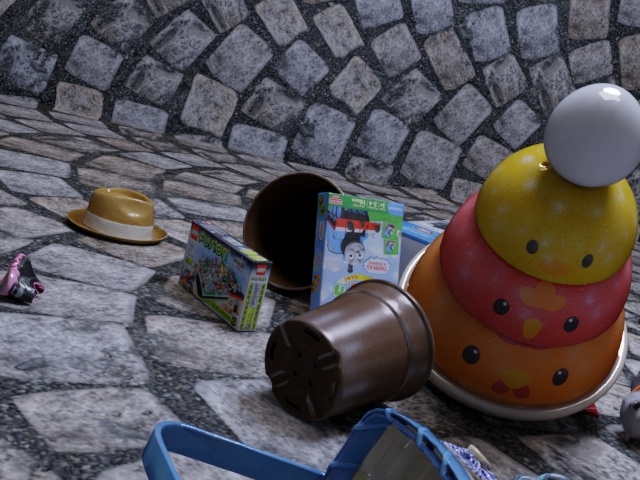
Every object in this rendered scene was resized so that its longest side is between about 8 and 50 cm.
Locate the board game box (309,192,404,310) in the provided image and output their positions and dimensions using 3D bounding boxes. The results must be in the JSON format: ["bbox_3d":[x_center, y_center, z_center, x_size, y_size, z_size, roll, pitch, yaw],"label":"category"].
[{"bbox_3d":[0.063,0.033,1.446,0.160,0.211,0.039,6,-3,-32],"label":"board game box"}]

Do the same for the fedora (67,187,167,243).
[{"bbox_3d":[-0.384,-0.055,1.628,0.194,0.079,0.194,15,12,-3],"label":"fedora"}]

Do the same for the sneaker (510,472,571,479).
[{"bbox_3d":[0.212,0.266,0.772,0.104,0.125,0.262,17,12,8],"label":"sneaker"}]

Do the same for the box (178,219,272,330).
[{"bbox_3d":[-0.155,0.051,1.337,0.036,0.114,0.207,5,15,-37],"label":"box"}]

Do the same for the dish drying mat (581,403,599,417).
[{"bbox_3d":[0.418,0.257,1.333,0.032,0.008,0.083,15,12,8],"label":"dish drying mat"}]

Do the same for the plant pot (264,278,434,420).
[{"bbox_3d":[0.028,0.143,1.065,0.167,0.166,0.165,24,22,36],"label":"plant pot"}]

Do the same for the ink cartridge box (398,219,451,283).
[{"bbox_3d":[0.303,0.077,1.630,0.286,0.166,0.395,23,14,30],"label":"ink cartridge box"}]

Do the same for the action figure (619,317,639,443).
[{"bbox_3d":[0.594,0.276,1.246,0.330,0.178,0.341,4,42,-17],"label":"action figure"}]

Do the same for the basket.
[{"bbox_3d":[0.028,0.223,0.570,0.289,0.201,0.255,20,10,-25],"label":"basket"}]

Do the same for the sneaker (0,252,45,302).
[{"bbox_3d":[-0.416,0.057,1.193,0.057,0.047,0.119,28,11,-19],"label":"sneaker"}]

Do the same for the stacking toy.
[{"bbox_3d":[0.298,-0.013,1.132,0.351,0.479,0.350,2,49,-2],"label":"stacking toy"}]

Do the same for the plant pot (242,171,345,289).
[{"bbox_3d":[0.000,0.000,1.611,0.215,0.215,0.230,20,-1,24],"label":"plant pot"}]
